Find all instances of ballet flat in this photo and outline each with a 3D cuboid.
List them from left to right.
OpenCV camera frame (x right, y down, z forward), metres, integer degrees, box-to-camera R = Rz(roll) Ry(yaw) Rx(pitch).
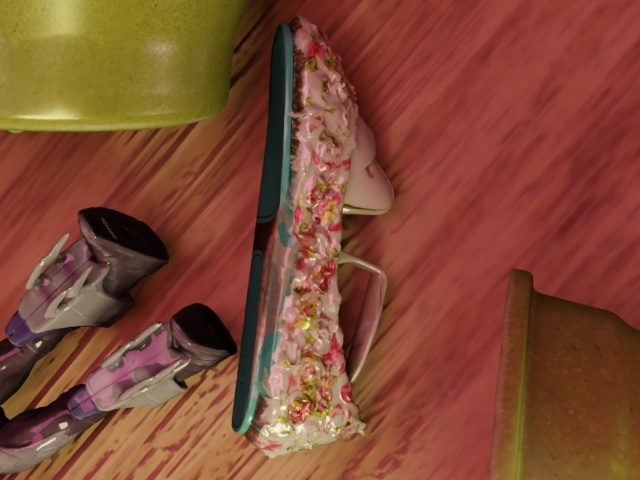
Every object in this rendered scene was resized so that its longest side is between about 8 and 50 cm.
[{"bbox_3d":[0.000,0.000,1.055,0.077,0.091,0.241,6,93,-12],"label":"ballet flat"}]

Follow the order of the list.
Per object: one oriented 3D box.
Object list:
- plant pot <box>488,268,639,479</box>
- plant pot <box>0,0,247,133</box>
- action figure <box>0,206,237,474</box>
[{"bbox_3d":[0.203,0.160,0.895,0.253,0.276,0.276,4,88,6],"label":"plant pot"},{"bbox_3d":[-0.155,-0.242,0.991,0.366,0.366,0.353,7,101,18],"label":"plant pot"},{"bbox_3d":[-0.191,0.104,1.094,0.285,0.099,0.185,-40,81,15],"label":"action figure"}]
